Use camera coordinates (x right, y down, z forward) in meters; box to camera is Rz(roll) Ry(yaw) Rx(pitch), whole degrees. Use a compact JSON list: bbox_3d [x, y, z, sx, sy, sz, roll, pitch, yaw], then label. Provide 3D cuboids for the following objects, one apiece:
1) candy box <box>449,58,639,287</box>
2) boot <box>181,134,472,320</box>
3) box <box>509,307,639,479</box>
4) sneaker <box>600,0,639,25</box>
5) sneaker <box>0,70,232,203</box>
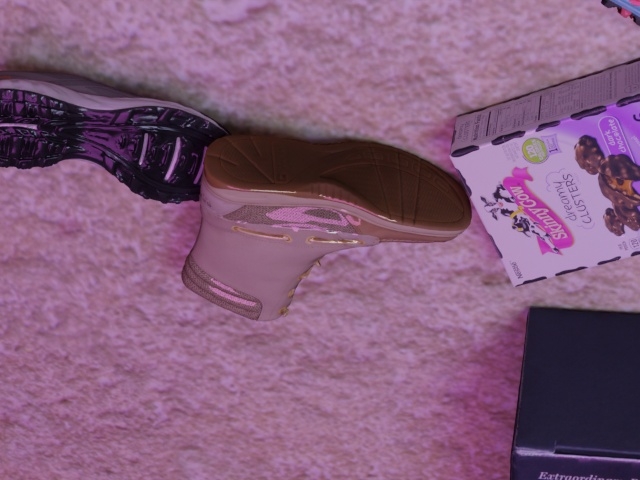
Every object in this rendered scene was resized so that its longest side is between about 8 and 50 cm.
[{"bbox_3d":[0.240,-0.059,1.133,0.196,0.070,0.165,-17,122,24],"label":"candy box"},{"bbox_3d":[0.000,0.000,1.225,0.262,0.095,0.203,6,140,-12],"label":"boot"},{"bbox_3d":[0.349,0.289,1.287,0.294,0.212,0.395,4,129,11],"label":"box"},{"bbox_3d":[0.231,-0.261,0.981,0.262,0.104,0.125,26,111,-12],"label":"sneaker"},{"bbox_3d":[-0.206,-0.113,1.192,0.272,0.108,0.100,13,116,-17],"label":"sneaker"}]
